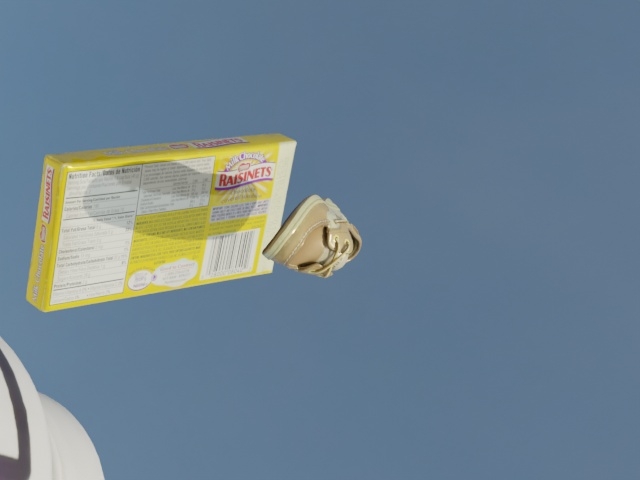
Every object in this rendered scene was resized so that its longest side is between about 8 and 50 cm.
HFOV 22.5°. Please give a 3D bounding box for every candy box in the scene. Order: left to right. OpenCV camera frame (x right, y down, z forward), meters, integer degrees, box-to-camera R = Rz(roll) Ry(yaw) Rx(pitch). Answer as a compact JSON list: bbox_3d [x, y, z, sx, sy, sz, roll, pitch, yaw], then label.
[{"bbox_3d":[-0.106,-0.016,1.109,0.027,0.206,0.105,26,-66,41],"label":"candy box"}]

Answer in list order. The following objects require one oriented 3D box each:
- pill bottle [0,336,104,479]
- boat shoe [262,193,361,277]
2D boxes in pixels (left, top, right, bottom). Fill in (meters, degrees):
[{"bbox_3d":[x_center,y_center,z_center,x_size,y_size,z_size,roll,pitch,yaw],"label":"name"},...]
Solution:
[{"bbox_3d":[-0.133,0.055,0.387,0.108,0.193,0.108,-7,-109,21],"label":"pill bottle"},{"bbox_3d":[0.000,0.000,1.067,0.045,0.135,0.050,41,-75,7],"label":"boat shoe"}]
